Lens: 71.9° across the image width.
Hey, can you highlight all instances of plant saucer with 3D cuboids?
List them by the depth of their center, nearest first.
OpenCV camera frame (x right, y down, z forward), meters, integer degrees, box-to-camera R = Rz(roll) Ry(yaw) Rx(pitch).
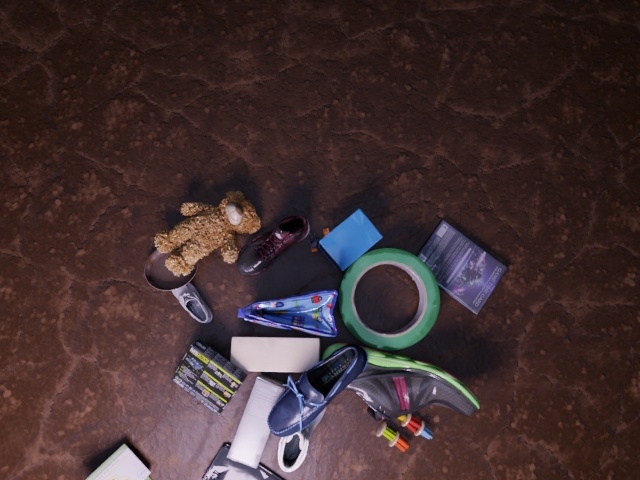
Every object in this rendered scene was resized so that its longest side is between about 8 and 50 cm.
[{"bbox_3d":[-0.474,0.089,1.413,0.168,0.029,0.169,0,58,-1],"label":"plant saucer"}]

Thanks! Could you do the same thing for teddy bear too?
[{"bbox_3d":[-0.358,-0.031,1.397,0.337,0.113,0.245,-16,64,-5],"label":"teddy bear"}]

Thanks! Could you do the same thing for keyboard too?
[{"bbox_3d":[-0.217,0.787,1.337,0.317,0.033,0.202,33,74,3],"label":"keyboard"}]

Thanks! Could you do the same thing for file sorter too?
[{"bbox_3d":[0.090,0.002,1.433,0.170,0.104,0.118,-39,90,-11],"label":"file sorter"}]

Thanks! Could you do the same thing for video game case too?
[{"bbox_3d":[0.466,0.088,1.485,0.274,0.026,0.196,37,81,2],"label":"video game case"}]

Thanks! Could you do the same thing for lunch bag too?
[{"bbox_3d":[-0.103,0.215,1.336,0.292,0.221,0.138,2,81,-3],"label":"lunch bag"}]

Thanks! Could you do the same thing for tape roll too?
[{"bbox_3d":[0.216,0.186,1.419,0.320,0.077,0.322,0,85,1],"label":"tape roll"}]

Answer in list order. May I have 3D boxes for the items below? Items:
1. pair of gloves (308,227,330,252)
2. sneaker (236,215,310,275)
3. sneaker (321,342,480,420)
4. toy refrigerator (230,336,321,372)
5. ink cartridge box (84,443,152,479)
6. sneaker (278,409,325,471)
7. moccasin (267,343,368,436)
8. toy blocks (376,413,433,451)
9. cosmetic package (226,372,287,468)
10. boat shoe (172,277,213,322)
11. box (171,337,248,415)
[{"bbox_3d":[0.000,0.000,1.483,0.083,0.010,0.074,-11,84,-3],"label":"pair of gloves"},{"bbox_3d":[-0.156,0.001,1.397,0.281,0.162,0.106,-39,85,-8],"label":"sneaker"},{"bbox_3d":[0.232,0.453,1.345,0.482,0.185,0.203,12,79,10],"label":"sneaker"},{"bbox_3d":[-0.134,0.353,1.368,0.269,0.094,0.102,0,76,3],"label":"toy refrigerator"},{"bbox_3d":[-0.560,0.742,1.272,0.235,0.056,0.171,43,44,6],"label":"ink cartridge box"},{"bbox_3d":[-0.044,0.535,1.317,0.108,0.169,0.293,20,79,2],"label":"sneaker"},{"bbox_3d":[-0.022,0.400,1.229,0.342,0.117,0.137,-44,61,-7],"label":"moccasin"},{"bbox_3d":[0.267,0.601,1.379,0.148,0.054,0.123,35,80,3],"label":"toy blocks"},{"bbox_3d":[-0.187,0.536,1.331,0.107,0.127,0.238,23,79,1],"label":"cosmetic package"},{"bbox_3d":[-0.417,0.191,1.404,0.066,0.063,0.184,-35,84,-8],"label":"boat shoe"},{"bbox_3d":[-0.339,0.415,1.333,0.190,0.045,0.184,35,117,3],"label":"box"}]
